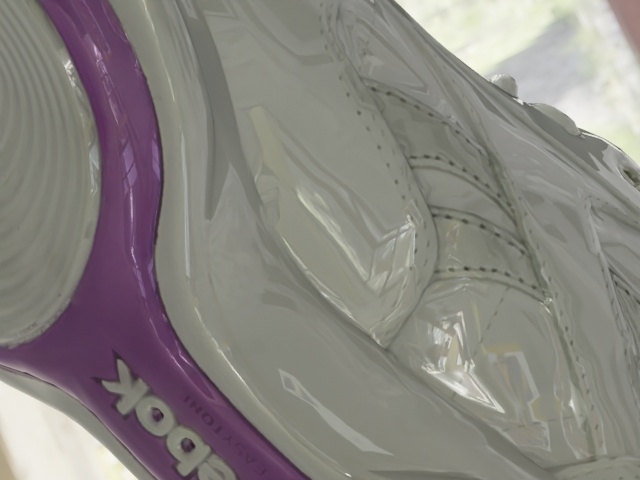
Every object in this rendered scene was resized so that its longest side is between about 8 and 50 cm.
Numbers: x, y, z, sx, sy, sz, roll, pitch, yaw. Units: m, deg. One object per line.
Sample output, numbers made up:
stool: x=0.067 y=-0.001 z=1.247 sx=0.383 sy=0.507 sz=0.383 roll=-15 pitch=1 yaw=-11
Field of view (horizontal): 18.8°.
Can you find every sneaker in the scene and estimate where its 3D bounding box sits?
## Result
sneaker: x=0.000 y=0.000 z=0.437 sx=0.305 sy=0.114 sz=0.152 roll=54 pitch=-139 yaw=0
